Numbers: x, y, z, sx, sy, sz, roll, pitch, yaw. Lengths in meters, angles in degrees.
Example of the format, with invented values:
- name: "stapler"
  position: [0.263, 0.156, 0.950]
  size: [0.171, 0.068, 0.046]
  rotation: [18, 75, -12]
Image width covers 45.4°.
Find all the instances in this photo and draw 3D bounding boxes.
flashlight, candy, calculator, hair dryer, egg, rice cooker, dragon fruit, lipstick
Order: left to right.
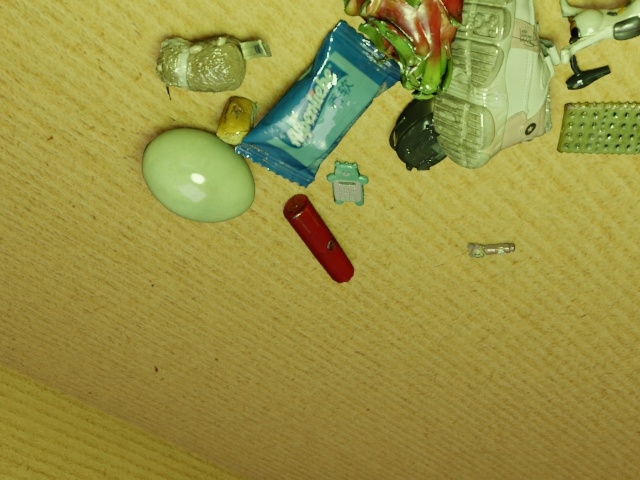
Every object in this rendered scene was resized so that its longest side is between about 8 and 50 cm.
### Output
- name: "egg"
  position: [-0.253, -0.134, 1.604]
  size: [0.253, 0.187, 0.186]
  rotation: [28, 139, -18]
- name: "lipstick"
  position: [-0.001, 0.001, 1.828]
  size: [0.073, 0.073, 0.280]
  rotation: [-11, 139, 23]
- name: "candy"
  position: [0.002, -0.244, 1.461]
  size: [0.187, 0.077, 0.331]
  rotation: [29, 116, -27]
- name: "calculator"
  position: [0.061, -0.125, 1.696]
  size: [0.094, 0.019, 0.141]
  rotation: [5, 143, 9]
- name: "dragon fruit"
  position: [0.121, -0.358, 1.192]
  size: [0.200, 0.269, 0.198]
  rotation: [9, 173, 5]
- name: "rice cooker"
  position: [0.209, -0.212, 1.488]
  size: [0.112, 0.106, 0.165]
  rotation: [22, 130, -23]
- name: "flashlight"
  position: [0.405, 0.024, 1.813]
  size: [0.110, 0.031, 0.052]
  rotation: [-5, 140, 17]
- name: "hair dryer"
  position: [0.472, -0.314, 1.373]
  size: [0.079, 0.031, 0.083]
  rotation: [-22, 126, 19]

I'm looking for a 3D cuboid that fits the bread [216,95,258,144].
- name: "bread"
  position: [-0.165, -0.238, 1.519]
  size: [0.072, 0.106, 0.053]
  rotation: [8, 143, 2]

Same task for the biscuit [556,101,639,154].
- name: "biscuit"
  position: [0.569, -0.215, 1.487]
  size: [0.203, 0.016, 0.144]
  rotation: [3, 142, 8]

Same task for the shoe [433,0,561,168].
- name: "shoe"
  position: [0.308, -0.308, 1.314]
  size: [0.198, 0.172, 0.351]
  rotation: [-17, 129, -26]

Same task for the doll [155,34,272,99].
- name: "doll"
  position: [-0.196, -0.330, 1.413]
  size: [0.221, 0.105, 0.115]
  rotation: [-7, 99, 8]

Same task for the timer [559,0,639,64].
- name: "timer"
  position: [0.513, -0.353, 1.201]
  size: [0.265, 0.175, 0.175]
  rotation: [-4, 141, 22]
